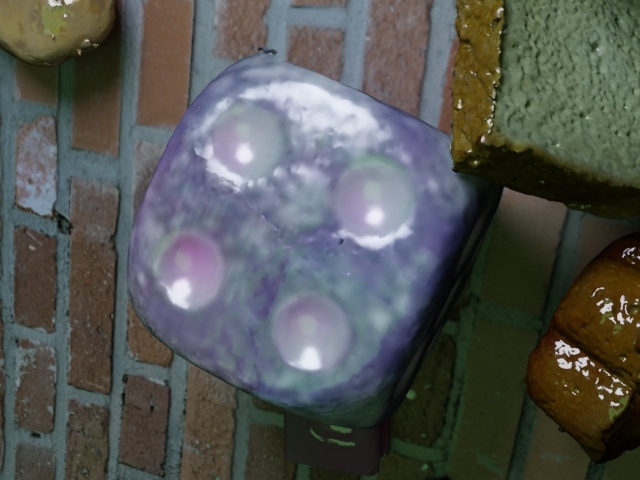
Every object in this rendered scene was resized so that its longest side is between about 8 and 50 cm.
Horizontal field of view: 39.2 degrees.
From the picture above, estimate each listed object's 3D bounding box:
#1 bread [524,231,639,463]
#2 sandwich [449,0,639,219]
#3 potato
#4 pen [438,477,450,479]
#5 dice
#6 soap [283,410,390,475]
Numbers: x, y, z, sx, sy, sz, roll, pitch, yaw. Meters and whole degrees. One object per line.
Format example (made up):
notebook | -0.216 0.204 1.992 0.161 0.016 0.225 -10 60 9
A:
bread | 0.290 0.099 0.826 0.135 0.247 0.232 32 108 26
sandwich | 0.201 -0.154 0.755 0.087 0.226 0.251 -29 53 59
potato | -0.324 -0.279 1.007 0.235 0.128 0.161 15 96 21
pen | 0.065 0.331 1.108 0.218 0.026 0.026 -25 97 26
dice | 0.000 0.000 0.851 0.270 0.270 0.271 26 94 13
soap | 0.018 0.165 1.048 0.122 0.065 0.203 5 108 19
